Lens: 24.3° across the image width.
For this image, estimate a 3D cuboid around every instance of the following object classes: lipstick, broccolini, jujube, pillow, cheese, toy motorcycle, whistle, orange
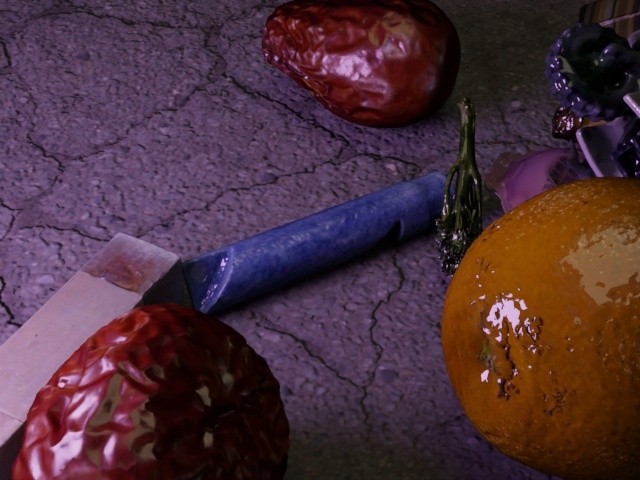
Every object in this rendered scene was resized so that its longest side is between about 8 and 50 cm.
[{"bbox_3d":[-0.254,0.133,1.330,0.079,0.076,0.371,22,44,20],"label":"lipstick"},{"bbox_3d":[0.138,-0.055,1.521,0.058,0.074,0.201,-2,66,-5],"label":"broccolini"},{"bbox_3d":[0.042,-0.216,1.697,0.236,0.168,0.168,18,43,23],"label":"jujube"},{"bbox_3d":[0.402,-0.254,1.791,0.212,0.052,0.208,-12,36,25],"label":"pillow"},{"bbox_3d":[0.305,-0.016,1.529,0.286,0.074,0.189,25,46,7],"label":"cheese"},{"bbox_3d":[0.361,-0.087,1.466,0.188,0.143,0.327,-29,82,-36],"label":"toy motorcycle"},{"bbox_3d":[-0.129,0.170,1.197,0.212,0.213,0.232,12,42,12],"label":"jujube"},{"bbox_3d":[0.000,0.000,1.509,0.304,0.062,0.062,-21,45,-24],"label":"whistle"},{"bbox_3d":[0.240,0.076,1.265,0.274,0.274,0.274,1,40,-1],"label":"orange"}]

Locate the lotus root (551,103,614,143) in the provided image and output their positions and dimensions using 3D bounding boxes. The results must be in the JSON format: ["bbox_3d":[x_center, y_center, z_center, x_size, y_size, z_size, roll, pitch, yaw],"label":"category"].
[{"bbox_3d":[0.377,-0.138,1.631,0.260,0.128,0.145,-6,35,-6],"label":"lotus root"}]
